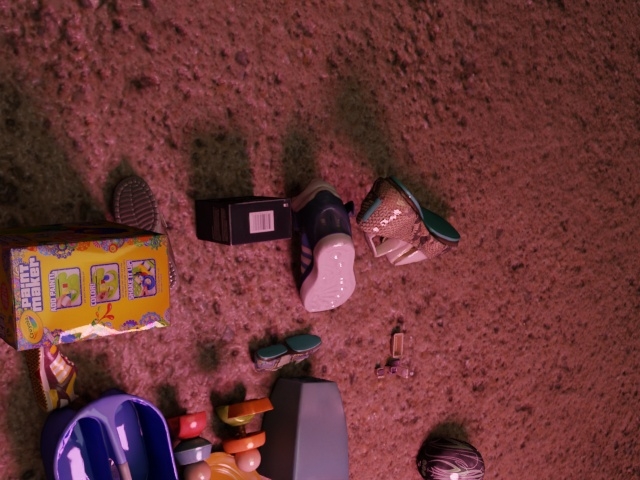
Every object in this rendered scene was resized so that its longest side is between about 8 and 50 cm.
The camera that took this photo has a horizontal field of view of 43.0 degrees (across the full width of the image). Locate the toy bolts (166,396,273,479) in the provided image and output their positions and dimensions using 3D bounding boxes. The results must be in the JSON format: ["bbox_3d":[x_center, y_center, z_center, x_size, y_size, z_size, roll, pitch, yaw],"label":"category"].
[{"bbox_3d":[-0.208,0.446,1.786,0.228,0.218,0.159,-8,80,-28],"label":"toy bolts"}]

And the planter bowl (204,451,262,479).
[{"bbox_3d":[-0.230,0.599,1.841,0.217,0.090,0.217,26,41,-25],"label":"planter bowl"}]

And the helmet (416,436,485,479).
[{"bbox_3d":[0.368,0.631,2.259,0.169,0.161,0.170,-6,100,-35],"label":"helmet"}]

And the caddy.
[{"bbox_3d":[-0.424,0.468,1.653,0.241,0.179,0.342,-19,107,-34],"label":"caddy"}]

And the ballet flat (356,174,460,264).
[{"bbox_3d":[0.202,-0.025,2.020,0.182,0.164,0.483,-46,155,9],"label":"ballet flat"}]

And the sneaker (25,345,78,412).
[{"bbox_3d":[-0.531,0.244,1.619,0.083,0.069,0.186,-17,112,-42],"label":"sneaker"}]

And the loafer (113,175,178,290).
[{"bbox_3d":[-0.365,-0.011,1.699,0.094,0.087,0.251,-16,96,-6],"label":"loafer"}]

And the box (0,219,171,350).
[{"bbox_3d":[-0.466,0.071,1.498,0.279,0.290,0.177,-7,100,-36],"label":"box"}]

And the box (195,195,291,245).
[{"bbox_3d":[-0.169,-0.046,1.778,0.156,0.158,0.093,-7,100,-35],"label":"box"}]

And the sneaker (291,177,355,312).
[{"bbox_3d":[0.000,0.000,1.931,0.130,0.236,0.323,-8,147,-12],"label":"sneaker"}]

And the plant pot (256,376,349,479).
[{"bbox_3d":[-0.039,0.449,1.946,0.165,0.165,0.234,4,86,-36],"label":"plant pot"}]

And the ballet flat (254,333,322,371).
[{"bbox_3d":[-0.081,0.274,1.956,0.188,0.070,0.070,-9,102,-33],"label":"ballet flat"}]

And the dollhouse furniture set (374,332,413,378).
[{"bbox_3d":[0.203,0.308,2.145,0.091,0.081,0.114,-2,97,-36],"label":"dollhouse furniture set"}]
